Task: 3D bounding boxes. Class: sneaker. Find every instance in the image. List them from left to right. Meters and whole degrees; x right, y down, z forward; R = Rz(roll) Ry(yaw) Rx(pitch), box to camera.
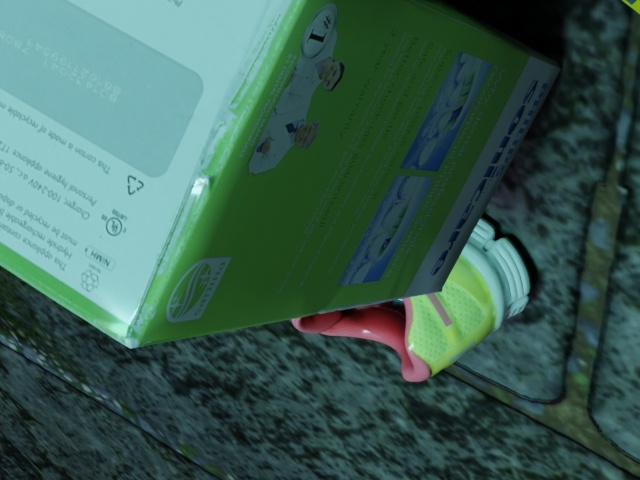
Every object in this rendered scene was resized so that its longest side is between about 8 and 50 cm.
[{"bbox_3d":[0.000,0.000,0.725,0.208,0.094,0.081,29,150,24],"label":"sneaker"}]

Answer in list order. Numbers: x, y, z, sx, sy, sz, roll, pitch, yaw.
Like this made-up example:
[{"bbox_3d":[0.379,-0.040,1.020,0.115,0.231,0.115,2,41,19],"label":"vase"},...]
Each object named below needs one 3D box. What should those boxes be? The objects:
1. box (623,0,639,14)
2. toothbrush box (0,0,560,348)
[{"bbox_3d":[0.162,-0.081,0.466,0.169,0.054,0.059,40,150,4],"label":"box"},{"bbox_3d":[-0.055,-0.072,0.513,0.206,0.122,0.283,30,-167,18],"label":"toothbrush box"}]
